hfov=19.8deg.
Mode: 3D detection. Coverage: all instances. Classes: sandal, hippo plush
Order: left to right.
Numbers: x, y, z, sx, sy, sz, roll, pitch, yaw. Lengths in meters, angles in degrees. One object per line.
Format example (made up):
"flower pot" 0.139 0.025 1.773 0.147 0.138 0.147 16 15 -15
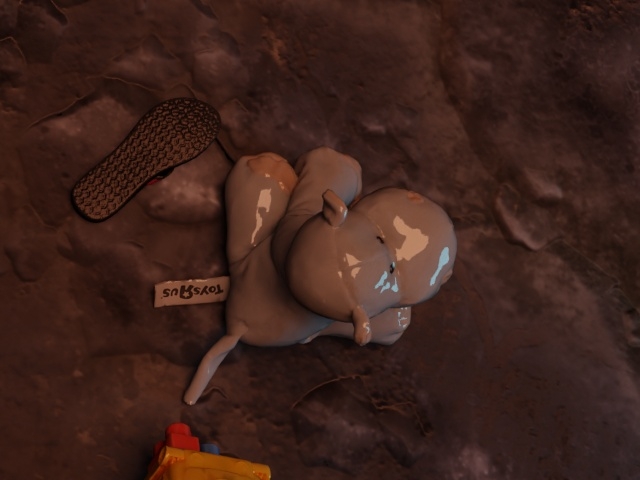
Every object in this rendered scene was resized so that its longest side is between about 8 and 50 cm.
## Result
"sandal" -0.182 -0.085 1.886 0.179 0.040 0.067 -39 88 -12
"hippo plush" 0.000 0.000 1.825 0.294 0.236 0.234 -14 83 -25

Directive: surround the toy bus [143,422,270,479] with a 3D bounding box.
"toy bus" -0.134 0.291 1.743 0.149 0.220 0.211 13 39 -26
